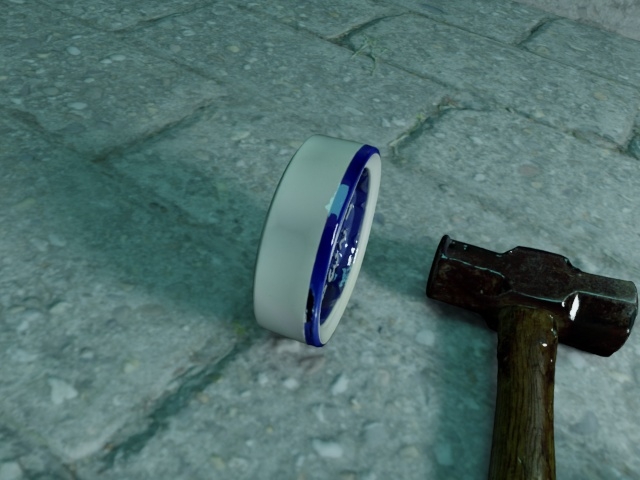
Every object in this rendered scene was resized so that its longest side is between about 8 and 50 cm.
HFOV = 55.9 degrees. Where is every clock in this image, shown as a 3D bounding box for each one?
[{"bbox_3d":[0.000,0.000,0.676,0.083,0.230,0.230,14,41,13],"label":"clock"}]

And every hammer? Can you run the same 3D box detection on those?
[{"bbox_3d":[0.214,0.169,0.647,0.242,0.095,0.409,15,47,8],"label":"hammer"}]
